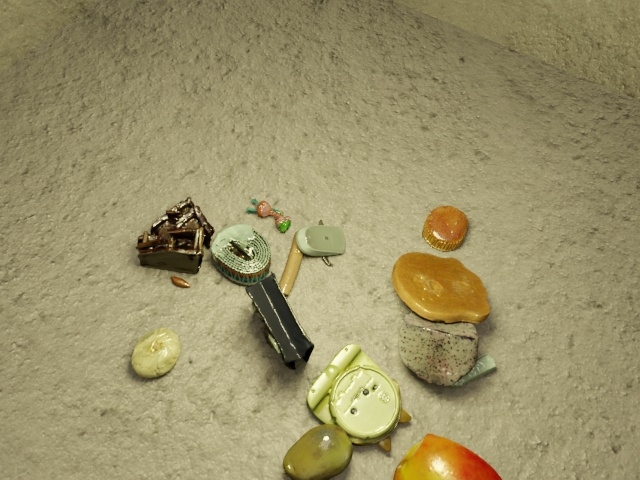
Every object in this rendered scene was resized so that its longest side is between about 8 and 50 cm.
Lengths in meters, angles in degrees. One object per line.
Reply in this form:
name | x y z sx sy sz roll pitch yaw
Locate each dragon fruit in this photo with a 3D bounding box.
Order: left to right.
dragon fruit | 0.433 0.388 1.682 0.282 0.221 0.204 11 106 16

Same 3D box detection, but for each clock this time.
clock | 0.149 0.569 1.611 0.348 0.117 0.286 37 67 15

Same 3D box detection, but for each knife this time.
knife | 0.012 0.012 1.946 0.045 0.021 0.222 -7 67 -13

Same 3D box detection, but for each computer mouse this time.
computer mouse | 0.000 0.000 1.898 0.230 0.079 0.128 5 70 -30

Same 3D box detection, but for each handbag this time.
handbag | -0.148 0.305 1.621 0.121 0.329 0.304 -28 72 -14

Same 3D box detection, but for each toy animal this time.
toy animal | -0.219 -0.116 1.974 0.208 0.100 0.103 24 25 12

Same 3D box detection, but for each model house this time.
model house | -0.573 -0.045 1.806 0.296 0.317 0.283 14 66 -10

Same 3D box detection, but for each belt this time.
belt | -0.318 0.054 1.836 0.257 0.150 0.207 36 58 14

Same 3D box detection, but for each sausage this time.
sausage | -0.113 0.089 1.879 0.065 0.066 0.302 13 64 4

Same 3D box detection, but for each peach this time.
peach | 0.415 0.833 1.422 0.380 0.243 0.306 38 62 15

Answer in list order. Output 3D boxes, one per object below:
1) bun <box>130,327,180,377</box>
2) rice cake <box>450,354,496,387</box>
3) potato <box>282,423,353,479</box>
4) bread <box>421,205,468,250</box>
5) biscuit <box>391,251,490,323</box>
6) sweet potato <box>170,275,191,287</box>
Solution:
bun | -0.604 0.409 1.657 0.188 0.111 0.164 -29 65 -13
rice cake | 0.567 0.492 1.702 0.206 0.069 0.063 -21 65 -12
potato | -0.015 0.713 1.497 0.251 0.159 0.175 -31 94 -4
bread | 0.543 -0.058 1.966 0.198 0.104 0.199 0 62 -1
biscuit | 0.464 0.182 1.786 0.364 0.062 0.385 4 34 -7
sweet potato | -0.565 0.169 1.828 0.094 0.034 0.034 23 64 10
